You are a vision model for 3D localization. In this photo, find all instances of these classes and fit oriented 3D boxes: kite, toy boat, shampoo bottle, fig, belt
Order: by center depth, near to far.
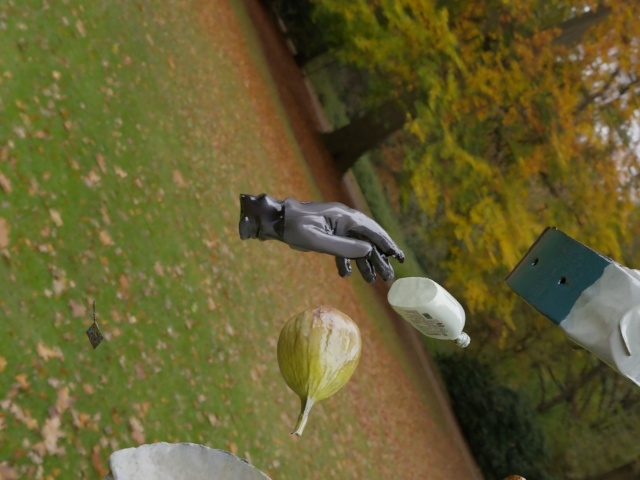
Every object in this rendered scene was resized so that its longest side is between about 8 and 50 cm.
[{"bbox_3d":[0.151,0.099,1.113,0.152,0.077,0.045,42,56,-41],"label":"shampoo bottle"},{"bbox_3d":[-0.241,0.441,1.401,0.276,0.293,0.111,35,-36,15],"label":"toy boat"},{"bbox_3d":[-0.381,0.143,1.466,0.002,0.044,0.078,-7,79,-50],"label":"kite"},{"bbox_3d":[0.495,0.120,1.563,0.300,0.173,0.436,33,2,-10],"label":"belt"},{"bbox_3d":[-0.014,0.237,1.571,0.159,0.159,0.257,61,34,-41],"label":"fig"}]

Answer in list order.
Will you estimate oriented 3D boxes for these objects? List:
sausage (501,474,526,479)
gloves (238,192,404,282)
[{"bbox_3d":[0.411,0.560,1.654,0.302,0.076,0.103,56,11,-33],"label":"sausage"},{"bbox_3d":[-0.002,-0.011,1.404,0.285,0.119,0.142,21,12,-1],"label":"gloves"}]
